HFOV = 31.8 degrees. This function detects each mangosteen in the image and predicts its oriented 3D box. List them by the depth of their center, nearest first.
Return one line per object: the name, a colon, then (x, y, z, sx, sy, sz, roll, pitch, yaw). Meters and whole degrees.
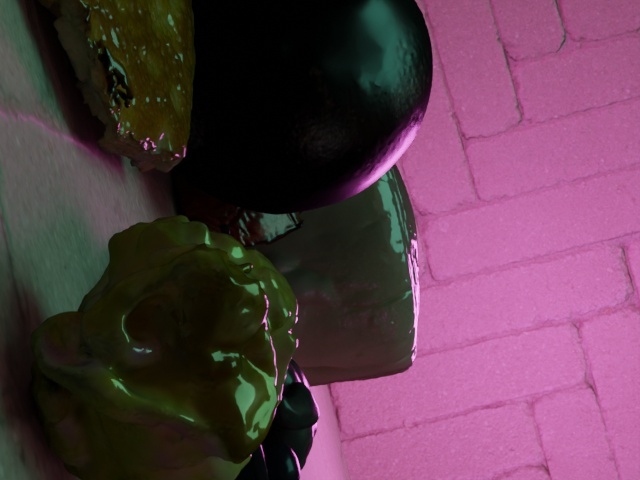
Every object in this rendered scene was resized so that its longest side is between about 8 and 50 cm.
mangosteen: (-0.023, -0.179, 1.080, 0.313, 0.297, 0.296, -47, -138, 37)

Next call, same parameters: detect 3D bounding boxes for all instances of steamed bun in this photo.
steamed bun: (0.000, -0.003, 1.388, 0.236, 0.247, 0.383, -149, -131, -83)

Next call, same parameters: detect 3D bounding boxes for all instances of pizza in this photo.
pizza: (-0.158, -0.158, 0.829, 0.297, 0.071, 0.189, 55, 33, -75)

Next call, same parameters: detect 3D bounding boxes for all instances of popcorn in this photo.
popcorn: (-0.077, 0.062, 0.565, 0.126, 0.145, 0.126, 41, 2, -7)

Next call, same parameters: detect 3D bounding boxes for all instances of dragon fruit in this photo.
dragon fruit: (-0.094, -0.055, 1.201, 0.161, 0.121, 0.127, -85, 155, -72)

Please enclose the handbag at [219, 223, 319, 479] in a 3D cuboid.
handbag: (-0.057, 0.155, 0.841, 0.269, 0.119, 0.325, -99, 176, -77)
